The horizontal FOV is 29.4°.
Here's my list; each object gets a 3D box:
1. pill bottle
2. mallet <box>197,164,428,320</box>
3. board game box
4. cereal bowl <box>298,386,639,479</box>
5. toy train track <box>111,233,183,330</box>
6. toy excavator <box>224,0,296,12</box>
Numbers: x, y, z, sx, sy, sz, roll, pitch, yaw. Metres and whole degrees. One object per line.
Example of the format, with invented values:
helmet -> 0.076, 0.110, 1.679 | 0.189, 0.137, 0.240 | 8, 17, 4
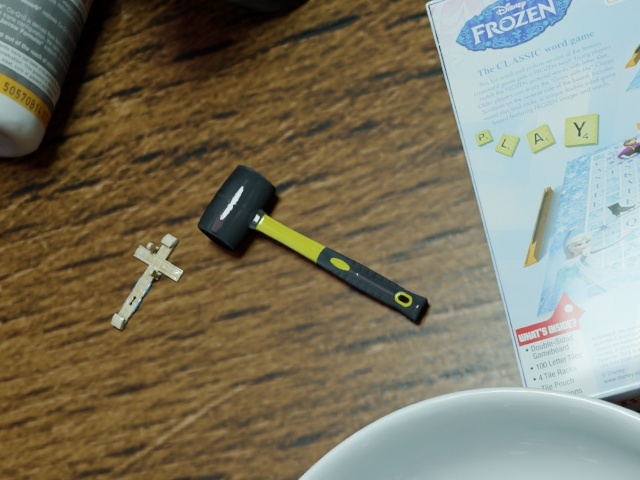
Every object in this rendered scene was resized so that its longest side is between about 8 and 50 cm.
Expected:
pill bottle -> -0.266, -0.223, 1.016 | 0.162, 0.162, 0.278 | 11, 74, 25
mallet -> 0.000, 0.000, 0.900 | 0.189, 0.039, 0.062 | 21, 77, 22
board game box -> 0.257, -0.068, 0.802 | 0.318, 0.066, 0.318 | -17, 65, 15
cereal bowl -> 0.113, 0.261, 0.690 | 0.338, 0.141, 0.339 | -7, 68, 17
toy train track -> -0.139, 0.031, 0.952 | 0.048, 0.014, 0.083 | 28, 83, 28
toy excavator -> -0.114, -0.464, 0.927 | 0.445, 0.222, 0.433 | 46, 109, 22
